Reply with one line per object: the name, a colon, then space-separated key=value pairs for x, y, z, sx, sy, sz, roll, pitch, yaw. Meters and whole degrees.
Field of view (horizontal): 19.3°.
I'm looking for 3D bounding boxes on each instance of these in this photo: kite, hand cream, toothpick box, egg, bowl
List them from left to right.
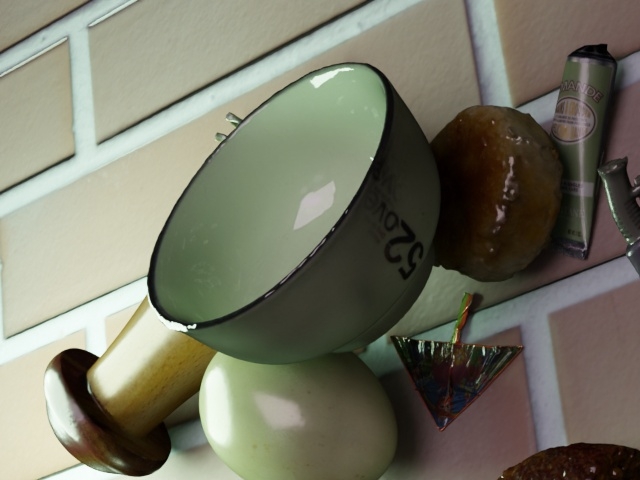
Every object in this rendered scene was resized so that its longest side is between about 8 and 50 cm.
toothpick box: x=-0.204 y=0.154 z=2.306 sx=0.294 sy=0.192 sz=0.192 roll=-45 pitch=51 yaw=15
egg: x=-0.023 y=0.196 z=2.123 sx=0.254 sy=0.188 sz=0.188 roll=20 pitch=90 yaw=37
bowl: x=0.000 y=0.000 z=2.030 sx=0.354 sy=0.185 sz=0.354 roll=-35 pitch=30 yaw=24
kite: x=0.147 y=0.135 z=2.114 sx=0.190 sy=0.010 sz=0.159 roll=1 pitch=76 yaw=41
hand cream: x=0.277 y=-0.101 z=2.050 sx=0.086 sy=0.055 sz=0.235 roll=15 pitch=95 yaw=48

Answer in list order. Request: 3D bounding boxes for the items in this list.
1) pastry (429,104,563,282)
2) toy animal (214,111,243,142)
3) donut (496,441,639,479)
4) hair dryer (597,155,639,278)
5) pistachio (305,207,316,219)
pastry: x=0.187 y=-0.050 z=2.064 sx=0.182 sy=0.093 sz=0.192 roll=10 pitch=91 yaw=57
toy animal: x=-0.083 y=-0.132 z=2.349 sx=0.155 sy=0.095 sz=0.219 roll=32 pitch=97 yaw=38
donut: x=0.239 y=0.271 z=1.918 sx=0.187 sy=0.126 sz=0.144 roll=-4 pitch=67 yaw=41
hair dryer: x=0.396 y=0.045 z=1.715 sx=0.301 sy=0.361 sz=0.121 roll=-45 pitch=8 yaw=33
pistachio: x=-0.041 y=-0.021 z=2.246 sx=0.210 sy=0.130 sz=0.165 roll=-18 pitch=100 yaw=24
